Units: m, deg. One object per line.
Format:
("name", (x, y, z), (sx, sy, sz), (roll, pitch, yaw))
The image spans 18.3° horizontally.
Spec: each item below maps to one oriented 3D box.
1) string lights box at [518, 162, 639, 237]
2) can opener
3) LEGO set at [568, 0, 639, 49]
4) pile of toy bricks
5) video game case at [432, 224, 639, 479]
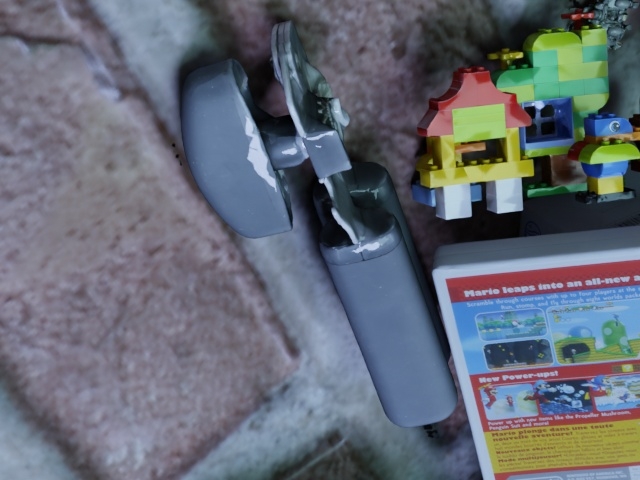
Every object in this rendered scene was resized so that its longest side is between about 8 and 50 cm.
("string lights box", (0.194, 0.084, 1.299), (0.133, 0.077, 0.260), (-18, 127, -30))
("can opener", (0.000, 0.000, 1.108), (0.095, 0.076, 0.283), (-15, 132, 8))
("LEGO set", (0.169, -0.142, 1.175), (0.054, 0.023, 0.083), (-52, 136, 0))
("pile of toy bricks", (0.144, -0.081, 1.149), (0.212, 0.118, 0.105), (-7, 101, -17))
("video game case", (0.192, 0.107, 1.189), (0.204, 0.025, 0.285), (-6, 129, 13))
